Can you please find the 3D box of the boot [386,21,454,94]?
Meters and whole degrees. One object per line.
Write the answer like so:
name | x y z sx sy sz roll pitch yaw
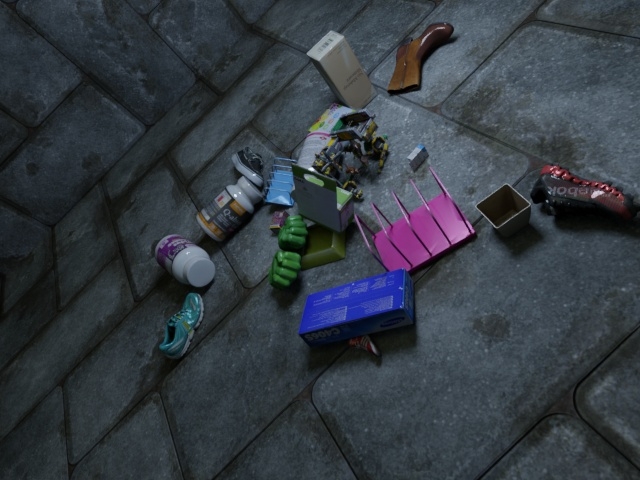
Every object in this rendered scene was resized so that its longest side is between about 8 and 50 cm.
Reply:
boot | 0.408 -0.747 1.886 0.264 0.096 0.280 -4 58 36

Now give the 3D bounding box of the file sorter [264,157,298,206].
file sorter | -0.157 -0.246 1.912 0.118 0.104 0.170 10 61 7

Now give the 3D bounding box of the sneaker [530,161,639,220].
sneaker | 0.672 -0.102 1.198 0.135 0.097 0.276 -47 41 -2

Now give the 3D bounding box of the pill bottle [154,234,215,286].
pill bottle | -0.578 0.090 1.972 0.301 0.169 0.169 24 75 45

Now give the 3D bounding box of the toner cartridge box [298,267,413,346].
toner cartridge box | 0.108 0.207 1.395 0.348 0.075 0.165 -19 35 26

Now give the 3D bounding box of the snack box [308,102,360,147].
snack box | 0.071 -0.490 1.974 0.174 0.070 0.207 -49 45 -4

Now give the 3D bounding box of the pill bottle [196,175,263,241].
pill bottle | -0.393 -0.141 2.006 0.278 0.162 0.162 -43 43 5

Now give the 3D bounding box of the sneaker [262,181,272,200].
sneaker | -0.196 -0.237 1.995 0.061 0.065 0.158 20 73 45

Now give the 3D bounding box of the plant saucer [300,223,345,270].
plant saucer | 0.000 0.000 1.681 0.188 0.045 0.188 -18 50 28

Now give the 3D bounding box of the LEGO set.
LEGO set | 0.133 -0.312 1.661 0.331 0.255 0.192 -50 26 -15

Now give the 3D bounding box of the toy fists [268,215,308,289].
toy fists | -0.117 0.040 1.655 0.142 0.096 0.279 -25 47 57

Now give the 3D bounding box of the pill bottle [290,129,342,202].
pill bottle | -0.018 -0.281 1.821 0.160 0.160 0.283 -5 56 35

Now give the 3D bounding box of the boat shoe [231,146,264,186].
boat shoe | -0.329 -0.364 2.152 0.119 0.121 0.335 -47 41 5

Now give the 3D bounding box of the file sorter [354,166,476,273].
file sorter | 0.278 -0.055 1.406 0.290 0.182 0.202 -32 45 14

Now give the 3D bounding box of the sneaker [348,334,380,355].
sneaker | 0.126 0.312 1.352 0.067 0.042 0.118 -39 36 2

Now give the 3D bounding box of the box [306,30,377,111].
box | 0.097 -0.700 1.933 0.148 0.311 0.121 -43 43 4

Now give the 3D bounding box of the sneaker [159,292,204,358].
sneaker | -0.548 0.328 1.815 0.107 0.110 0.275 -7 55 34

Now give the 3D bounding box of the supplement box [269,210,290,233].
supplement box | -0.166 -0.075 1.868 0.055 0.043 0.083 -4 58 36

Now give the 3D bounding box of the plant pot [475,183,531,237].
plant pot | 0.522 -0.072 1.291 0.109 0.096 0.109 -37 44 9

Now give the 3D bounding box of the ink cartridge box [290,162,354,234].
ink cartridge box | 0.011 -0.166 1.580 0.189 0.255 0.097 26 56 25

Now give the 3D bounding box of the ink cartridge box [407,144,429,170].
ink cartridge box | 0.341 -0.294 1.632 0.083 0.048 0.028 -48 43 -2
